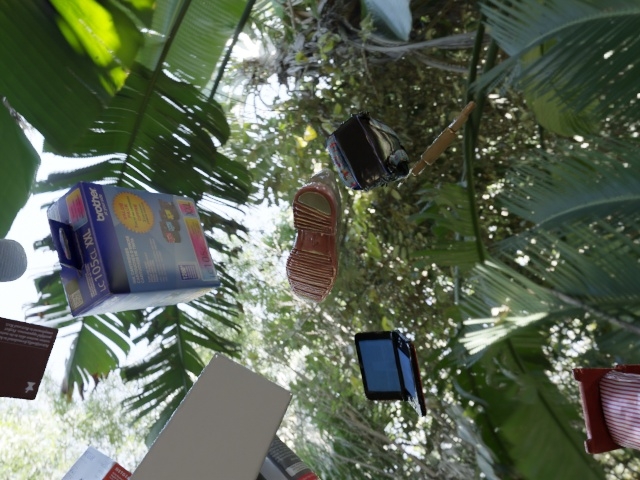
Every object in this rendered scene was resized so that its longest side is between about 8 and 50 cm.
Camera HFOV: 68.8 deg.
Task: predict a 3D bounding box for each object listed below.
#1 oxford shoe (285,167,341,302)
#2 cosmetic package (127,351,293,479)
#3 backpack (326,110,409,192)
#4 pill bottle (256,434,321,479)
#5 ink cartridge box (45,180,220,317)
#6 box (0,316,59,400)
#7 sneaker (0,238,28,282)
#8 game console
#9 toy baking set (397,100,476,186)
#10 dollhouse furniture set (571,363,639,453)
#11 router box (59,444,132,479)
[{"bbox_3d":[0.000,0.000,1.224,0.146,0.140,0.397,-64,-12,-49],"label":"oxford shoe"},{"bbox_3d":[-0.219,0.419,0.686,0.230,0.161,0.453,-63,-3,37],"label":"cosmetic package"},{"bbox_3d":[0.114,-0.186,1.013,0.173,0.117,0.158,-14,-104,-59],"label":"backpack"},{"bbox_3d":[-0.154,0.480,0.989,0.176,0.318,0.176,-35,-37,-32],"label":"pill bottle"},{"bbox_3d":[-0.452,0.023,1.099,0.395,0.151,0.270,1,-116,-59],"label":"ink cartridge box"},{"bbox_3d":[-0.757,0.266,1.089,0.168,0.203,0.167,30,-117,-45],"label":"box"},{"bbox_3d":[-0.780,0.061,1.003,0.161,0.282,0.102,-8,-82,5],"label":"sneaker"},{"bbox_3d":[0.127,0.246,0.865,0.085,0.124,0.144,-13,-82,-8],"label":"game console"},{"bbox_3d":[0.267,-0.207,1.077,0.030,0.197,0.256,42,-71,5],"label":"toy baking set"},{"bbox_3d":[0.465,0.337,0.551,0.152,0.201,0.374,-2,-104,-11],"label":"dollhouse furniture set"},{"bbox_3d":[-0.620,0.682,1.152,0.082,0.335,0.301,47,-126,-16],"label":"router box"}]
